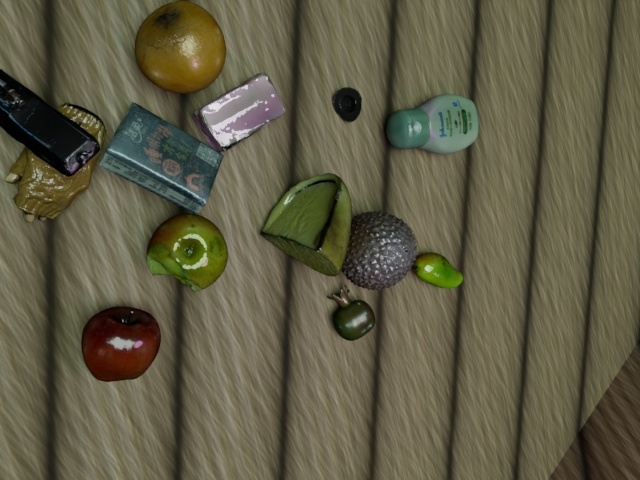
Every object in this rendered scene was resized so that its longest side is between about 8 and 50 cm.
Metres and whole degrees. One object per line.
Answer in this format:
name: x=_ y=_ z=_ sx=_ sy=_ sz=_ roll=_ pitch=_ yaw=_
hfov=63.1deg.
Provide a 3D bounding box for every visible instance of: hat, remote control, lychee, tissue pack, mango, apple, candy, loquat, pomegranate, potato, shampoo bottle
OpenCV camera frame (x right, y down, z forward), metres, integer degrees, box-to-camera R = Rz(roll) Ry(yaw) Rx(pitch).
hat: x=0.103 y=-0.482 z=1.848 sx=0.050 sy=0.121 sz=0.121 roll=-38 pitch=115 yaw=-59
remote control: x=-0.770 y=-0.328 z=1.386 sx=0.399 sy=0.062 sz=0.144 roll=34 pitch=68 yaw=9
lychee: x=0.199 y=0.025 z=1.824 sx=0.300 sy=0.300 sz=0.300 roll=-2 pitch=96 yaw=-23
tissue pack: x=-0.461 y=-0.246 z=1.558 sx=0.316 sy=0.103 sz=0.228 roll=29 pitch=45 yaw=-23
mango: x=0.460 y=0.117 z=2.035 sx=0.233 sy=0.111 sz=0.125 roll=16 pitch=93 yaw=-25
apple: x=-0.405 y=0.042 z=1.595 sx=0.246 sy=0.226 sz=0.246 roll=-1 pitch=94 yaw=-21
candy: x=-0.257 y=-0.409 z=1.672 sx=0.265 sy=0.116 sz=0.155 roll=-37 pitch=107 yaw=-16
loquat: x=-0.406 y=-0.557 z=1.519 sx=0.263 sy=0.263 sz=0.263 roll=-2 pitch=96 yaw=-23
pomegranate: x=0.106 y=0.264 z=1.898 sx=0.152 sy=0.131 sz=0.191 roll=-34 pitch=85 yaw=-11
potato: x=0.010 y=-0.057 z=1.738 sx=0.213 sy=0.330 sz=0.280 roll=42 pitch=71 yaw=-39
apple: x=-0.589 y=0.306 z=1.553 sx=0.234 sy=0.234 sz=0.234 roll=-2 pitch=96 yaw=-23
shampoo bottle: x=0.408 y=-0.424 z=1.937 sx=0.349 sy=0.151 sz=0.222 roll=-11 pitch=101 yaw=-21

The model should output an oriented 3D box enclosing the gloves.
gloves: x=-0.743 y=-0.213 z=1.464 sx=0.203 sy=0.155 sz=0.356 roll=26 pitch=88 yaw=-19
